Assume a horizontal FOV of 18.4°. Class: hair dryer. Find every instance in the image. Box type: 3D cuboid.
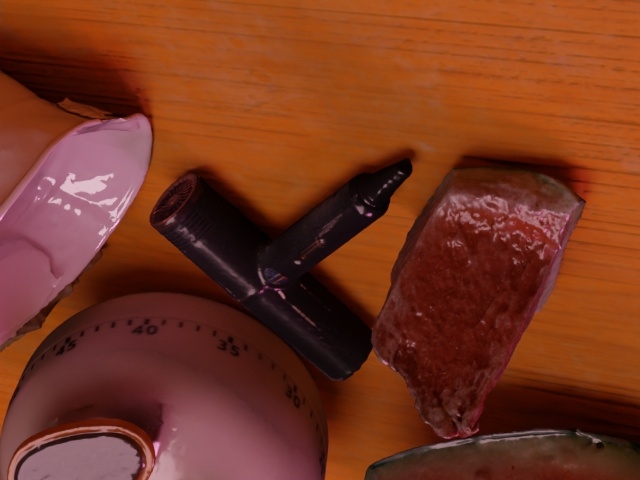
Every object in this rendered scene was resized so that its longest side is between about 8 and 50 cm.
[{"bbox_3d":[0.013,0.007,1.237,0.173,0.050,0.195,41,142,-26],"label":"hair dryer"}]

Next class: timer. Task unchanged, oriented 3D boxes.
[{"bbox_3d":[-0.110,0.141,1.411,0.234,0.240,0.233,2,119,4],"label":"timer"}]

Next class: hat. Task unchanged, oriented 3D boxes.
[{"bbox_3d":[-0.212,-0.035,1.240,0.126,0.203,0.203,37,149,13],"label":"hat"}]

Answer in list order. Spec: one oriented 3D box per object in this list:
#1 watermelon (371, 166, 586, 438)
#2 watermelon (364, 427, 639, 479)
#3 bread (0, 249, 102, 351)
[{"bbox_3d":[0.082,0.036,1.154,0.098,0.158,0.121,21,174,9],"label":"watermelon"},{"bbox_3d":[0.168,0.214,1.291,0.292,0.319,0.222,-22,98,5],"label":"watermelon"},{"bbox_3d":[-0.317,0.036,1.381,0.211,0.183,0.224,40,143,-17],"label":"bread"}]
